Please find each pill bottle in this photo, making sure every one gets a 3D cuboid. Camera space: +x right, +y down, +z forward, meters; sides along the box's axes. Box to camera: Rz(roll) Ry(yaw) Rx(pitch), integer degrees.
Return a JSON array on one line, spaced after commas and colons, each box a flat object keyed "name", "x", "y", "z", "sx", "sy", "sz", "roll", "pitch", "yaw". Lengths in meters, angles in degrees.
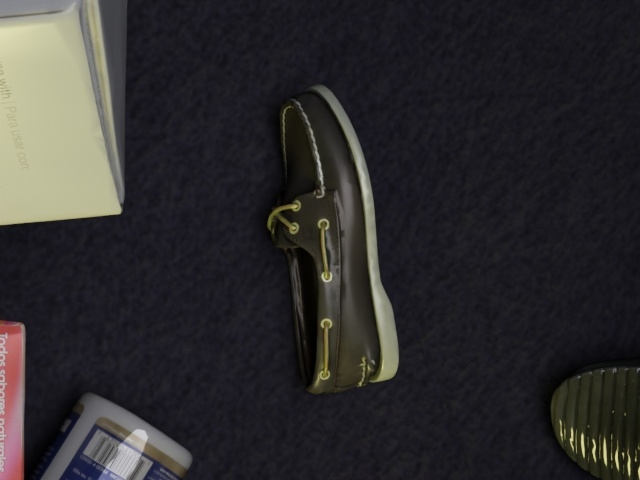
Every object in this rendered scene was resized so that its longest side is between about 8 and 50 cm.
[{"name": "pill bottle", "x": -0.171, "y": 0.200, "z": 1.262, "sx": 0.094, "sy": 0.094, "sz": 0.169, "roll": 35, "pitch": 79, "yaw": -13}]

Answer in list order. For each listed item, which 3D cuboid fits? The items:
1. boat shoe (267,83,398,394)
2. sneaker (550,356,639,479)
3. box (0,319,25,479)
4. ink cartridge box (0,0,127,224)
[{"name": "boat shoe", "x": 0.000, "y": 0.000, "z": 1.329, "sx": 0.068, "sy": 0.081, "sz": 0.228, "roll": -14, "pitch": 95, "yaw": -21}, {"name": "sneaker", "x": 0.347, "y": 0.134, "z": 1.429, "sx": 0.330, "sy": 0.146, "sz": 0.122, "roll": 5, "pitch": 113, "yaw": 4}, {"name": "box", "x": -0.253, "y": 0.193, "z": 1.037, "sx": 0.142, "sy": 0.154, "sz": 0.300, "roll": 1, "pitch": 88, "yaw": -20}, {"name": "ink cartridge box", "x": -0.301, "y": -0.144, "z": 0.995, "sx": 0.384, "sy": 0.160, "sz": 0.279, "roll": -5, "pitch": 48, "yaw": 0}]
